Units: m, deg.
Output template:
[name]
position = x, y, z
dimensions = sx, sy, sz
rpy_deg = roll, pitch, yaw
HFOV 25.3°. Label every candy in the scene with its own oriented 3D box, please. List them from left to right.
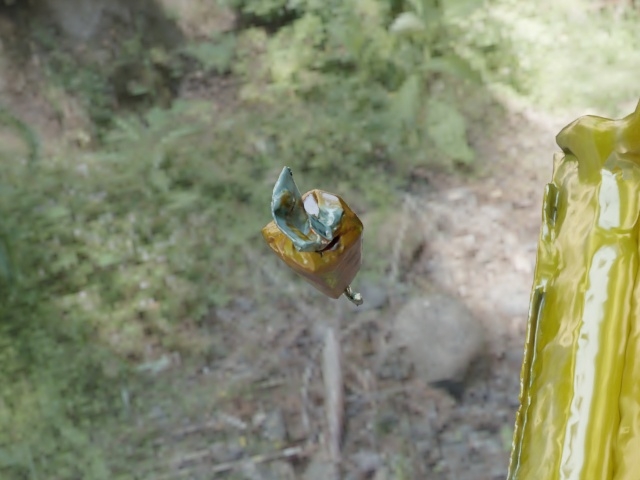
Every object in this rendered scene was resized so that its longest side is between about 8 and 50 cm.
[candy]
position = 0.000, 0.000, 0.788
dimensions = 0.046, 0.053, 0.182
rpy_deg = -52, -13, -4

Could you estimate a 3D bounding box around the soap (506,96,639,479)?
[soap]
position = 0.210, 0.065, 0.604
dimensions = 0.293, 0.156, 0.335
rpy_deg = -32, 37, 50
